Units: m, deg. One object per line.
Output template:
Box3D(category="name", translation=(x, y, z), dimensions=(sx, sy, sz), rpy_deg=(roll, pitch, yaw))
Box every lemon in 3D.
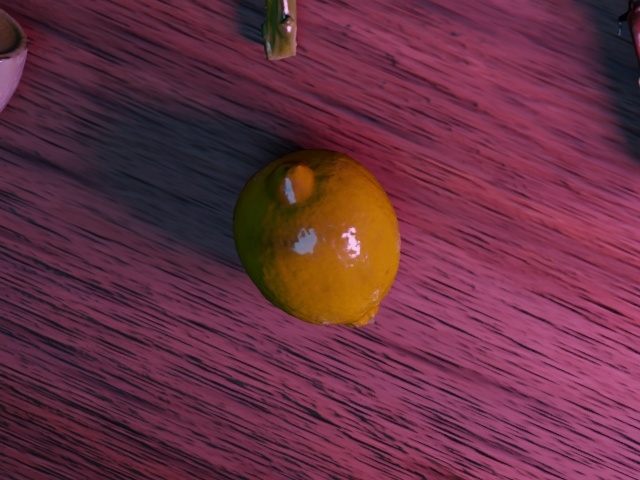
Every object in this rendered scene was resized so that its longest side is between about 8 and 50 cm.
Box3D(category="lemon", translation=(0.000, 0.000, 1.998), dimensions=(0.184, 0.184, 0.248), rpy_deg=(-13, 130, 17))

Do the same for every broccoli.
Box3D(category="broccoli", translation=(-0.046, -0.286, 1.923), dimensions=(0.118, 0.122, 0.204), rpy_deg=(14, 133, 21))

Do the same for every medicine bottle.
Box3D(category="medicine bottle", translation=(-0.419, -0.190, 2.009), dimensions=(0.147, 0.147, 0.143), rpy_deg=(28, 122, -2))

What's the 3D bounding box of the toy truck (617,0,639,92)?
Box3D(category="toy truck", translation=(0.396, -0.141, 1.867), dimensions=(0.114, 0.135, 0.270), rpy_deg=(-12, 113, 18))
